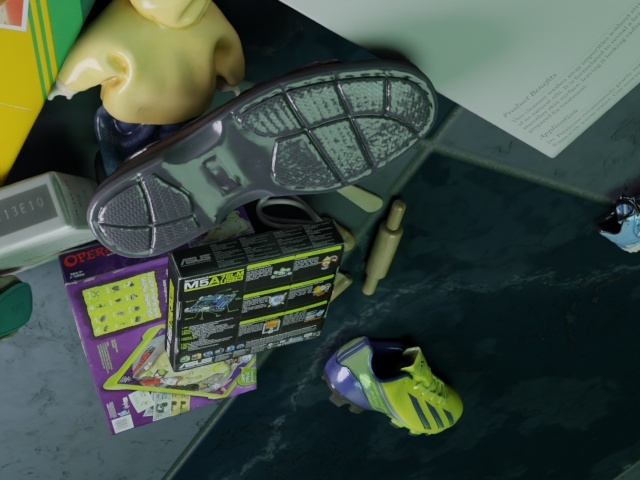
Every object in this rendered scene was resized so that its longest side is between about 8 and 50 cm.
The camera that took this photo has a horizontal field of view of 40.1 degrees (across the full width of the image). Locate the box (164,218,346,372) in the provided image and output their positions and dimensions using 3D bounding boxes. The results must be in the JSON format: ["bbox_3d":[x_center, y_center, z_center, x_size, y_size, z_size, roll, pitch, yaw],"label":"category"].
[{"bbox_3d":[-0.078,0.065,0.991,0.191,0.045,0.184,-12,141,-20],"label":"box"}]

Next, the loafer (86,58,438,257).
[{"bbox_3d":[-0.055,-0.085,0.727,0.303,0.095,0.109,-22,125,10],"label":"loafer"}]

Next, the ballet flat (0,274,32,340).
[{"bbox_3d":[-0.341,0.075,0.825,0.086,0.086,0.248,-14,-179,-4],"label":"ballet flat"}]

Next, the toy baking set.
[{"bbox_3d":[0.006,0.001,1.049,0.197,0.030,0.256,1,137,-21],"label":"toy baking set"}]

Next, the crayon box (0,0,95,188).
[{"bbox_3d":[-0.355,-0.210,0.618,0.363,0.106,0.313,14,131,-33],"label":"crayon box"}]

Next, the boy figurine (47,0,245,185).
[{"bbox_3d":[-0.150,-0.155,0.763,0.177,0.092,0.285,-11,139,-24],"label":"boy figurine"}]

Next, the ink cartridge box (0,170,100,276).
[{"bbox_3d":[-0.341,0.008,0.865,0.275,0.060,0.239,-19,-179,2],"label":"ink cartridge box"}]

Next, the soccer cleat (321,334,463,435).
[{"bbox_3d":[0.131,0.212,1.289,0.289,0.093,0.121,23,119,-39],"label":"soccer cleat"}]

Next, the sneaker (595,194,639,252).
[{"bbox_3d":[0.413,-0.032,1.112,0.073,0.063,0.162,17,151,-17],"label":"sneaker"}]

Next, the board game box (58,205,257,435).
[{"bbox_3d":[-0.180,0.109,1.058,0.208,0.056,0.346,-12,143,-14],"label":"board game box"}]

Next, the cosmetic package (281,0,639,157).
[{"bbox_3d":[0.128,-0.245,0.720,0.385,0.156,0.217,24,125,-37],"label":"cosmetic package"}]
